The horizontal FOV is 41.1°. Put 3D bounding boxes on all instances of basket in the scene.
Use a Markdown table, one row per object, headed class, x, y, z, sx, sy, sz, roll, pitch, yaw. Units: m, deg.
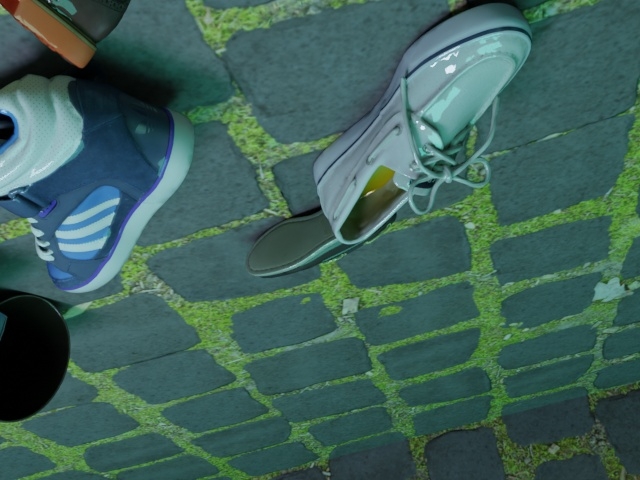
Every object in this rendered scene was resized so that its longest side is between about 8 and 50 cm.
| class | x | y | z | sx | sy | sz | roll | pitch | yaw |
| --- | --- | --- | --- | --- | --- | --- | --- | --- | --- |
| basket | -0.516 | 0.199 | 1.282 | 0.227 | 0.204 | 0.154 | -21 | 123 | 33 |

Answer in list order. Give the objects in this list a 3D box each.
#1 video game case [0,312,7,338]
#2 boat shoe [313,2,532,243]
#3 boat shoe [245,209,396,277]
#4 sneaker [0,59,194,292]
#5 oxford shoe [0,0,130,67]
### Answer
| class | x | y | z | sx | sy | sz | roll | pitch | yaw |
| --- | --- | --- | --- | --- | --- | --- | --- | --- | --- |
| video game case | -0.587 | 0.095 | 1.087 | 0.244 | 0.061 | 0.269 | -27 | 129 | 27 |
| boat shoe | 0.116 | -0.102 | 0.987 | 0.136 | 0.156 | 0.367 | 10 | 145 | -35 |
| boat shoe | 0.000 | 0.000 | 1.206 | 0.228 | 0.081 | 0.068 | -27 | 144 | 20 |
| sneaker | -0.308 | -0.059 | 0.926 | 0.236 | 0.130 | 0.323 | 10 | 143 | -37 |
| oxford shoe | -0.259 | -0.255 | 0.668 | 0.098 | 0.097 | 0.271 | -49 | 140 | -1 |
